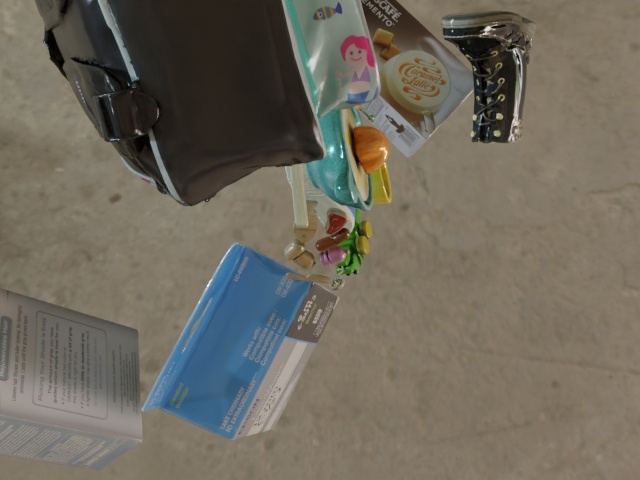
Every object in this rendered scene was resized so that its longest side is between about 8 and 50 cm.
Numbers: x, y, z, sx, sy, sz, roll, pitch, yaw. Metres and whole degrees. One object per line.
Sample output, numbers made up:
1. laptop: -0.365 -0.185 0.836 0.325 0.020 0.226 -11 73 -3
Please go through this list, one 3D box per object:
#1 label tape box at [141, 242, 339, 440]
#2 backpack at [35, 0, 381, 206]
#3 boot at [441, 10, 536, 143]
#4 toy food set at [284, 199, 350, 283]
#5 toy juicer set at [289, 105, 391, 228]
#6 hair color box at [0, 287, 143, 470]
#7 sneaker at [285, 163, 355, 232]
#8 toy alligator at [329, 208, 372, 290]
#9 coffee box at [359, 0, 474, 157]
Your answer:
1. label tape box: -0.097 0.154 1.136 0.115 0.348 0.249 27 86 12
2. backpack: -0.091 -0.148 0.507 0.191 0.253 0.225 -24 106 -22
3. boot: 0.236 -0.223 1.089 0.085 0.236 0.179 9 103 32
4. toy food set: 0.000 0.000 0.914 0.077 0.019 0.122 9 133 -13
5. toy juicer set: 0.023 -0.133 0.851 0.089 0.329 0.209 -11 94 14
6. hair color box: -0.425 0.174 1.040 0.113 0.185 0.374 -36 138 29
7. sneaker: 0.004 -0.085 1.114 0.058 0.085 0.152 -26 114 24
8. toy alligator: 0.044 0.025 1.148 0.056 0.190 0.051 -13 124 22
9. coffee box: 0.106 -0.271 1.223 0.246 0.098 0.141 44 74 1
